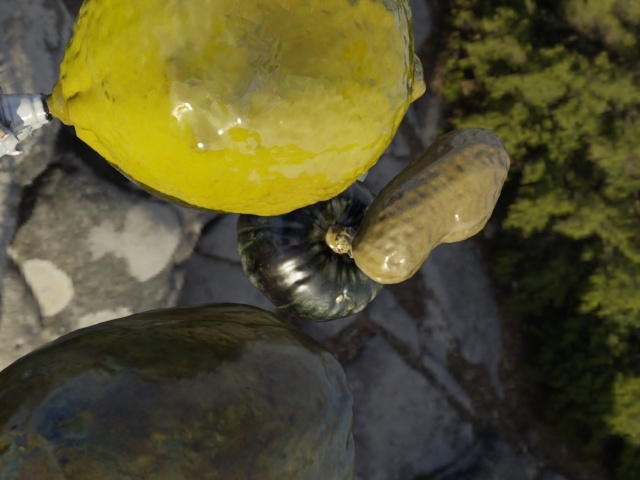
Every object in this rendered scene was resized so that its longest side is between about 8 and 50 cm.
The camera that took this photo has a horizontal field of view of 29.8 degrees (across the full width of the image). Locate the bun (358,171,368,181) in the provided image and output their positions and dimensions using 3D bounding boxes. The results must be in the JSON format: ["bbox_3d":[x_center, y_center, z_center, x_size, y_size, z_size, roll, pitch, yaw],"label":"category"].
[{"bbox_3d":[-0.087,-0.191,1.739,0.355,0.194,0.354,20,55,-30],"label":"bun"}]

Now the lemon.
[{"bbox_3d":[-0.068,-0.152,1.019,0.322,0.268,0.268,-4,84,-18],"label":"lemon"}]

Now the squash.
[{"bbox_3d":[-0.003,0.000,1.397,0.193,0.156,0.193,7,64,-15],"label":"squash"}]

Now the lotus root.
[{"bbox_3d":[-0.146,0.183,0.980,0.346,0.251,0.250,-16,93,-48],"label":"lotus root"}]

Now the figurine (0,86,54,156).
[{"bbox_3d":[-0.381,-0.111,1.203,0.229,0.137,0.111,-14,100,-4],"label":"figurine"}]

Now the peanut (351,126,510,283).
[{"bbox_3d":[0.123,-0.038,1.311,0.226,0.095,0.108,-40,92,-22],"label":"peanut"}]
